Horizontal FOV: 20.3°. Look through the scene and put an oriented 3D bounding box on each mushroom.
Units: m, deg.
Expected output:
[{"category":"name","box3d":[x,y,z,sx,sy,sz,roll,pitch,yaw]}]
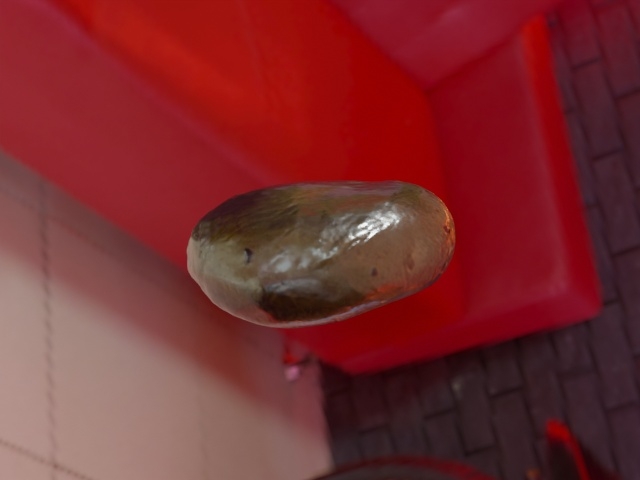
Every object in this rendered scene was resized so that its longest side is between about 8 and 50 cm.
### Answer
[{"category":"mushroom","box3d":[0.000,0.000,0.810,0.123,0.123,0.052,-50,138,-64]}]
